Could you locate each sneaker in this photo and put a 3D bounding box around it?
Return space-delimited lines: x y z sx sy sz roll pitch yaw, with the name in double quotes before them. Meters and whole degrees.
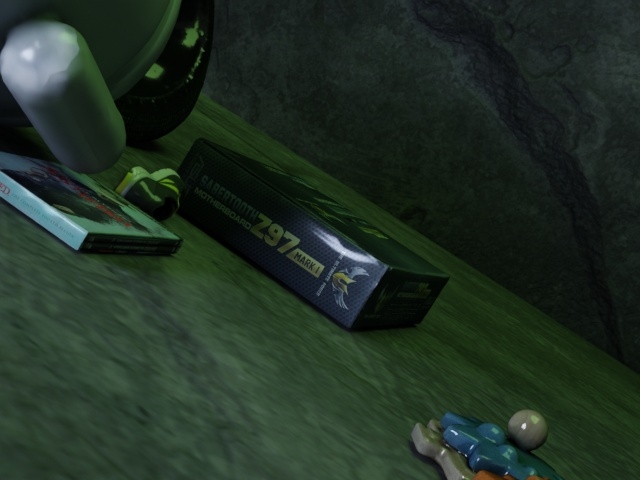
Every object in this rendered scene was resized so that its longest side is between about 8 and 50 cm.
"sneaker" -0.110 -0.027 0.638 0.035 0.031 0.083 46 13 10

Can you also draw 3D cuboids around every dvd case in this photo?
"dvd case" -0.134 -0.020 0.518 0.087 0.013 0.119 33 6 14

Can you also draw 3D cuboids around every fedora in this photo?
"fedora" -0.239 -0.240 0.912 0.152 0.334 0.334 -4 -9 23

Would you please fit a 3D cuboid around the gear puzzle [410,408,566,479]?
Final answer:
"gear puzzle" 0.138 0.149 0.358 0.175 0.044 0.339 31 6 -8

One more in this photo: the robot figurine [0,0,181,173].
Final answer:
"robot figurine" -0.183 -0.182 0.512 0.353 0.199 0.300 97 -28 -80

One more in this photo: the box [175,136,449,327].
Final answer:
"box" 0.000 0.000 0.784 0.183 0.059 0.232 35 8 18
